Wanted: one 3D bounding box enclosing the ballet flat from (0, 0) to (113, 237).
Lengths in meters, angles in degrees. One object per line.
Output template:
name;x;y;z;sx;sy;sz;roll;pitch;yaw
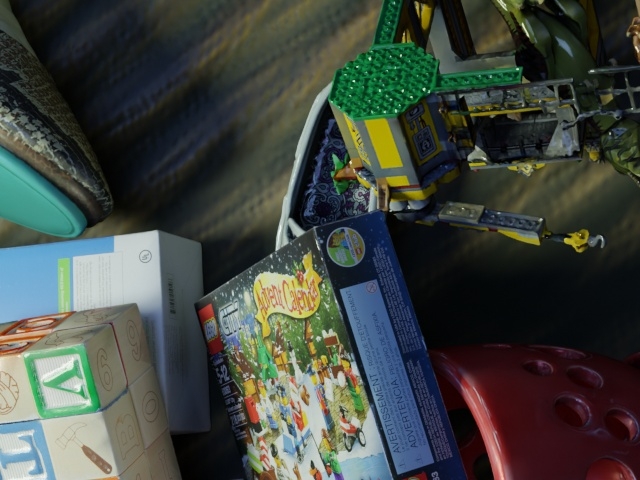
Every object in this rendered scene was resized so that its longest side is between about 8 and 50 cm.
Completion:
ballet flat;-0.338;-0.141;1.274;0.483;0.164;0.182;13;64;22

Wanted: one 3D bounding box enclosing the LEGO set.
LEGO set;0.175;-0.082;1.037;0.331;0.192;0.255;-11;43;13

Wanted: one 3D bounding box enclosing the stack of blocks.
stack of blocks;-0.133;0.196;1.132;0.171;0.087;0.297;-10;102;19

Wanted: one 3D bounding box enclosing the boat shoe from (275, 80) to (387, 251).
boat shoe;0.001;0.000;1.162;0.079;0.081;0.227;12;89;20

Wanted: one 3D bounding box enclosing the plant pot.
plant pot;0.142;0.148;1.021;0.174;0.191;0.191;-5;80;-19

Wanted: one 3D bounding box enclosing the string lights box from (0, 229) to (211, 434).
string lights box;-0.211;0.074;1.232;0.260;0.077;0.133;-6;82;19

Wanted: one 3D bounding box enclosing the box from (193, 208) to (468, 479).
box;-0.001;0.086;1.045;0.044;0.233;0.159;-16;83;-23
